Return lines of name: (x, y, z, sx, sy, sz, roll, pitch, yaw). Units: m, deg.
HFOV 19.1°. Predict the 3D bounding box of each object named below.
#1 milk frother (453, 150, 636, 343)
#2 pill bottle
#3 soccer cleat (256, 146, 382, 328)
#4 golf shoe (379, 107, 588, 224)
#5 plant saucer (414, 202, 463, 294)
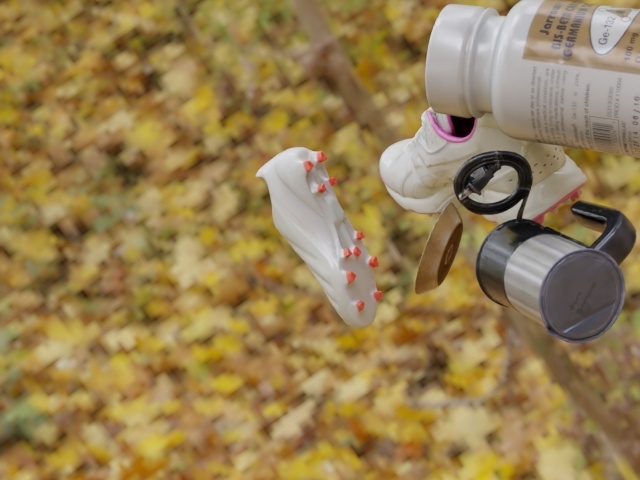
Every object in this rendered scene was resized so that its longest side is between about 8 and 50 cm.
milk frother: (0.187, 0.002, 1.663, 0.129, 0.143, 0.135, -62, 23, 1)
pill bottle: (0.218, -0.150, 1.709, 0.229, 0.131, 0.131, 10, 41, 21)
soccer cleat: (0.000, 0.000, 1.921, 0.076, 0.196, 0.068, -20, 4, 36)
golf shoe: (0.144, -0.098, 1.907, 0.115, 0.140, 0.306, -38, 21, -22)
plant saucer: (0.102, 0.009, 1.599, 0.015, 0.083, 0.083, 21, 46, 14)
